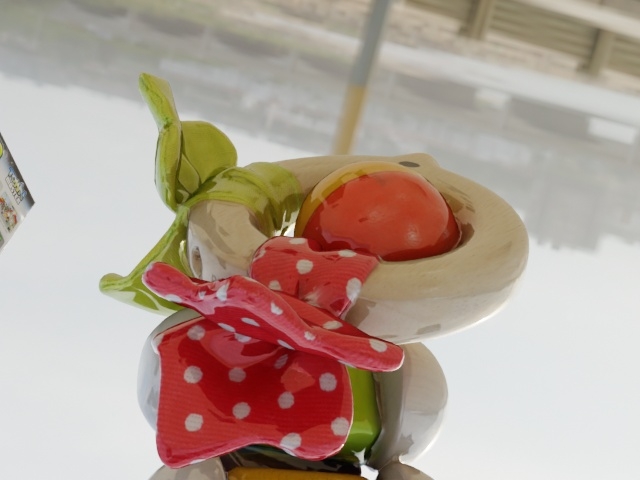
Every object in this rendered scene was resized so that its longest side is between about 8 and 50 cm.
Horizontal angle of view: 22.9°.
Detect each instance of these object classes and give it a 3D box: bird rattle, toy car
[{"bbox_3d":[0.000,0.000,0.745,0.207,0.143,0.253,-9,-162,-19],"label":"bird rattle"},{"bbox_3d":[-0.021,0.125,0.815,0.159,0.182,0.136,7,148,-16],"label":"toy car"}]

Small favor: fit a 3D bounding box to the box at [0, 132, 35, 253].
[{"bbox_3d":[-0.358,-0.081,1.560,0.036,0.207,0.114,-1,-141,24],"label":"box"}]
